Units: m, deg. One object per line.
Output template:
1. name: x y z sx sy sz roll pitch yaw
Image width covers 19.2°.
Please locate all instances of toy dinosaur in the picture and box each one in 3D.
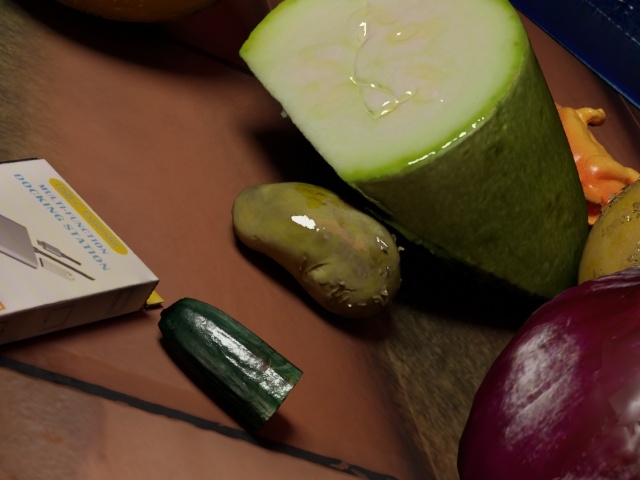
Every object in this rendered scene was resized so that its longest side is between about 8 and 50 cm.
1. toy dinosaur: 0.257 -0.062 1.798 0.117 0.070 0.288 -3 40 -36

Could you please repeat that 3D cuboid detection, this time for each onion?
1. onion: 0.214 0.148 1.166 0.260 0.282 0.336 15 41 5

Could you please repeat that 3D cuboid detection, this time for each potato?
1. potato: 0.000 0.000 1.379 0.138 0.070 0.091 36 22 2

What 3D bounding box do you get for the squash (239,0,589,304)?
1. squash: 0.099 -0.049 1.538 0.233 0.210 0.309 50 -13 41

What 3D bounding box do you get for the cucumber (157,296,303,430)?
1. cucumber: -0.060 0.072 1.213 0.105 0.048 0.048 40 26 11

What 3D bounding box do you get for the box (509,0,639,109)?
1. box: 0.367 -0.330 2.131 0.261 0.279 0.116 41 28 13

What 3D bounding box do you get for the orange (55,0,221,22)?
1. orange: -0.153 -0.304 1.497 0.274 0.274 0.274 28 27 -15

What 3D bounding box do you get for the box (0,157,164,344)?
1. box: -0.204 0.005 1.172 0.129 0.033 0.247 44 28 19

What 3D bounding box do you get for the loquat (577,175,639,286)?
1. loquat: 0.316 0.042 1.503 0.235 0.235 0.235 28 27 -15
